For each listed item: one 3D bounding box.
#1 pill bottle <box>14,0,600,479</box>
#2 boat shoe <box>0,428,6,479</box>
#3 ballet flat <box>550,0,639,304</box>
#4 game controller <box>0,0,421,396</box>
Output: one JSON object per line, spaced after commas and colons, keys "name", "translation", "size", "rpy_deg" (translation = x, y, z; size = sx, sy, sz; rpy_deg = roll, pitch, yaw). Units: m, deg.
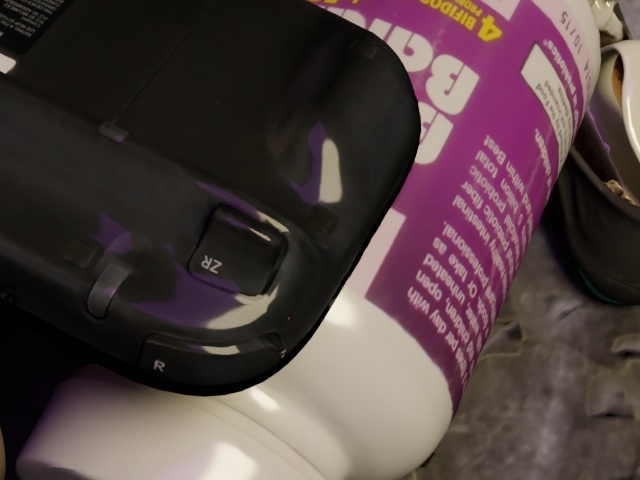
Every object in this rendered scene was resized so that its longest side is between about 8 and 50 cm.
{"name": "pill bottle", "translation": [0.000, 0.000, 0.500], "size": [0.169, 0.169, 0.302], "rpy_deg": [28, 62, 0]}
{"name": "boat shoe", "translation": [-0.240, -0.008, 0.453], "size": [0.104, 0.111, 0.307], "rpy_deg": [-25, 68, -37]}
{"name": "ballet flat", "translation": [0.147, -0.102, 0.623], "size": [0.095, 0.096, 0.281], "rpy_deg": [-16, 70, -19]}
{"name": "game controller", "translation": [-0.124, -0.070, 0.407], "size": [0.319, 0.067, 0.166], "rpy_deg": [26, 47, 9]}
